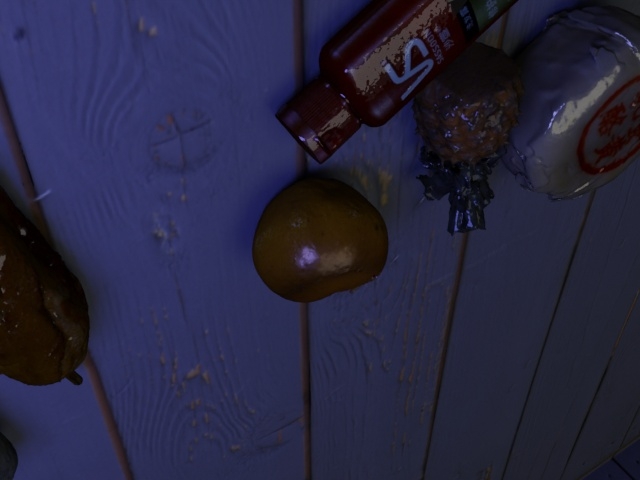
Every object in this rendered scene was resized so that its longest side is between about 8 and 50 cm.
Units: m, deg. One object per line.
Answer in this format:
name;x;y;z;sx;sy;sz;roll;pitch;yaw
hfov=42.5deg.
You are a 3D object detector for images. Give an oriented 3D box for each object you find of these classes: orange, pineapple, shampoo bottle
orange;0.000;0.000;0.920;0.156;0.134;0.156;-7;171;-1
pineapple;0.170;-0.109;0.971;0.128;0.128;0.248;-31;146;-16
shampoo bottle;0.091;-0.208;0.827;0.314;0.076;0.118;-43;147;0

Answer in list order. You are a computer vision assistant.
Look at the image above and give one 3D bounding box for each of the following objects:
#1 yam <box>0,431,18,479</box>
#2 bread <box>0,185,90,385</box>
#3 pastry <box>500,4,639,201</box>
yam;-0.368;0.195;0.805;0.078;0.078;0.179;-34;144;-12
bread;-0.283;0.055;0.736;0.124;0.084;0.344;-34;144;-11
pastry;0.334;-0.169;1.055;0.264;0.133;0.265;-23;142;-19
